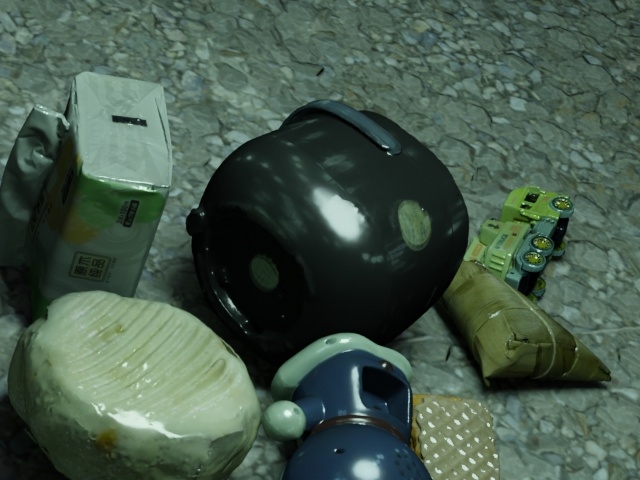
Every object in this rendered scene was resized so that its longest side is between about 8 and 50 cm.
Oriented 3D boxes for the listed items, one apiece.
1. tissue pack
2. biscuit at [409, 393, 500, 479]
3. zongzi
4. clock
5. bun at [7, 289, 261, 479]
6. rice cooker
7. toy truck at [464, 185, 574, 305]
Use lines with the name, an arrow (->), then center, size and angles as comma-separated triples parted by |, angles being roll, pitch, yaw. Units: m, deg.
tissue pack -> -0.244, -0.033, 1.801 | 0.145, 0.229, 0.159 | 8, 43, -17
biscuit -> 0.138, 0.301, 1.762 | 0.094, 0.054, 0.378 | 11, 42, -15
zongzi -> 0.225, 0.091, 2.026 | 0.176, 0.078, 0.160 | 6, 42, -36
clock -> 0.028, 0.211, 1.729 | 0.200, 0.146, 0.243 | 32, 33, -32
bun -> -0.173, 0.158, 1.698 | 0.239, 0.141, 0.239 | 17, 35, -12
rice cooker -> 0.000, 0.000, 1.879 | 0.224, 0.267, 0.267 | -27, 61, -40
toy truck -> 0.226, 0.004, 2.118 | 0.100, 0.077, 0.169 | 19, 41, 14
